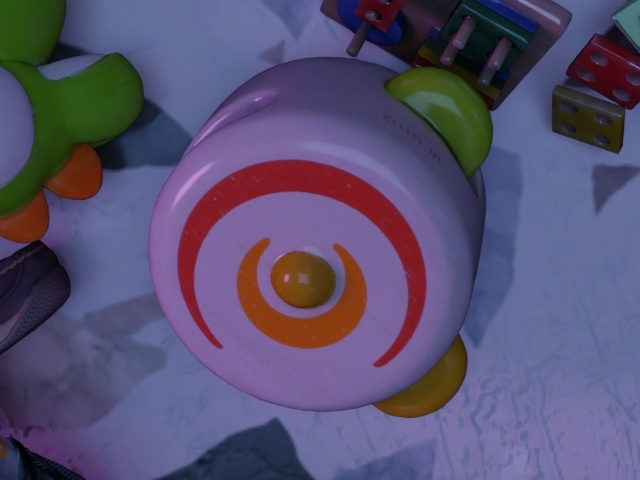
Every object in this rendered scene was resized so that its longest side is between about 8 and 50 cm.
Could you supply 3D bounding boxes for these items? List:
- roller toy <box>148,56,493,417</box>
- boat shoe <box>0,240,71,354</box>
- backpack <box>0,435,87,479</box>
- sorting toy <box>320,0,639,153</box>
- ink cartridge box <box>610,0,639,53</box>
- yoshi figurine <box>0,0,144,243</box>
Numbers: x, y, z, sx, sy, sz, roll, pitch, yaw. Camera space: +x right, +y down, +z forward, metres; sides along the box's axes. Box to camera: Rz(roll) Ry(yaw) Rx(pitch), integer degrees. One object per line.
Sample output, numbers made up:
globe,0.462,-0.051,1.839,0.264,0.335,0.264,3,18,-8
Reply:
roller toy,0.000,0.000,0.836,0.191,0.146,0.209,6,116,8
boat shoe,-0.336,0.067,0.880,0.356,0.132,0.130,-23,96,2
backpack,-0.247,0.218,0.818,0.225,0.191,0.253,-39,130,7
sorting toy,0.072,-0.121,0.846,0.275,0.132,0.046,30,70,-3
ink cartridge box,0.283,-0.092,0.883,0.109,0.062,0.209,-39,94,5
yoshi figurine,-0.291,-0.095,0.823,0.362,0.203,0.203,-15,126,-26
